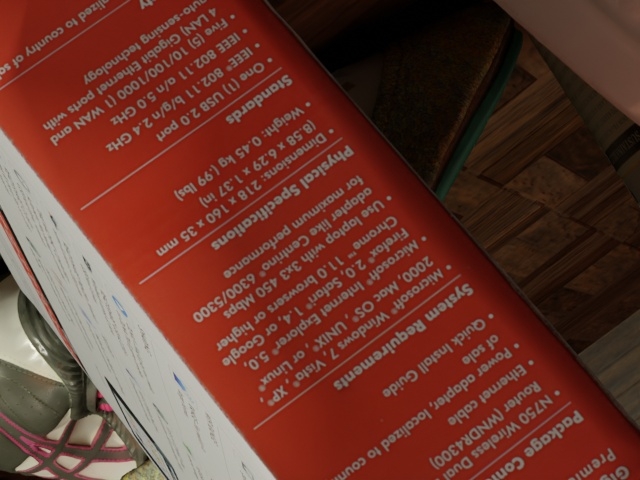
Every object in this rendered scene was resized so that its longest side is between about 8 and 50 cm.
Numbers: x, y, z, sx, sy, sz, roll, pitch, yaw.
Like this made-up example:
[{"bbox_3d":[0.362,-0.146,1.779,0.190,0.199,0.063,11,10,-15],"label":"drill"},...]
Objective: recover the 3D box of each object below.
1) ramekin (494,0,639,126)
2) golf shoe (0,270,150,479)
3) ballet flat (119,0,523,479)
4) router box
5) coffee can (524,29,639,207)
[{"bbox_3d":[0.115,-0.123,0.668,0.109,0.207,0.207,-48,163,14],"label":"ramekin"},{"bbox_3d":[-0.149,0.079,0.980,0.120,0.105,0.273,-17,157,-8],"label":"golf shoe"},{"bbox_3d":[0.000,0.000,0.898,0.123,0.123,0.348,116,-3,-63],"label":"ballet flat"},{"bbox_3d":[-0.018,0.047,0.635,0.082,0.301,0.335,-36,161,-12],"label":"router box"},{"bbox_3d":[0.233,-0.074,0.895,0.201,0.275,0.201,-32,173,-5],"label":"coffee can"}]
